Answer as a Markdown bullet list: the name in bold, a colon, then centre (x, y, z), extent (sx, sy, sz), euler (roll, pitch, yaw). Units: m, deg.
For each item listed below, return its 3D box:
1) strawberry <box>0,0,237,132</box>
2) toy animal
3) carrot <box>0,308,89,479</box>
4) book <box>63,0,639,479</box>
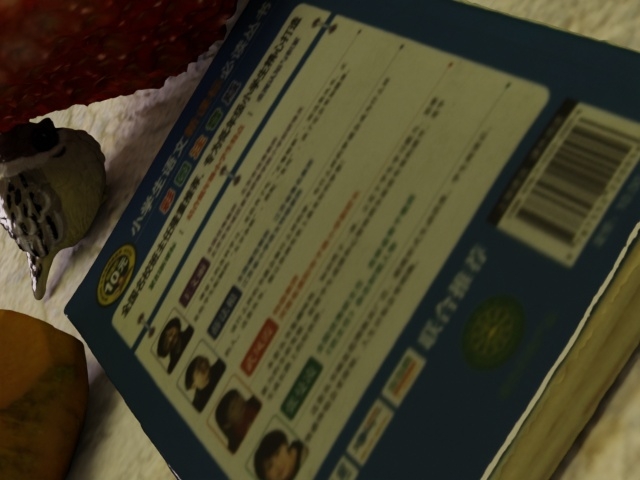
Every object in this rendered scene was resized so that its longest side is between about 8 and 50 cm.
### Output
- **strawberry**: centre (-0.195, -0.197, 0.788), extent (0.351, 0.267, 0.312), euler (-48, 16, -21)
- **toy animal**: centre (-0.223, -0.028, 0.906), extent (0.098, 0.098, 0.137), euler (28, 93, 57)
- **carrot**: centre (-0.229, 0.192, 0.735), extent (0.114, 0.114, 0.302), euler (-13, 56, 49)
- **book**: centre (0.000, 0.000, 0.632), extent (0.300, 0.039, 0.428), euler (-58, 33, 4)
